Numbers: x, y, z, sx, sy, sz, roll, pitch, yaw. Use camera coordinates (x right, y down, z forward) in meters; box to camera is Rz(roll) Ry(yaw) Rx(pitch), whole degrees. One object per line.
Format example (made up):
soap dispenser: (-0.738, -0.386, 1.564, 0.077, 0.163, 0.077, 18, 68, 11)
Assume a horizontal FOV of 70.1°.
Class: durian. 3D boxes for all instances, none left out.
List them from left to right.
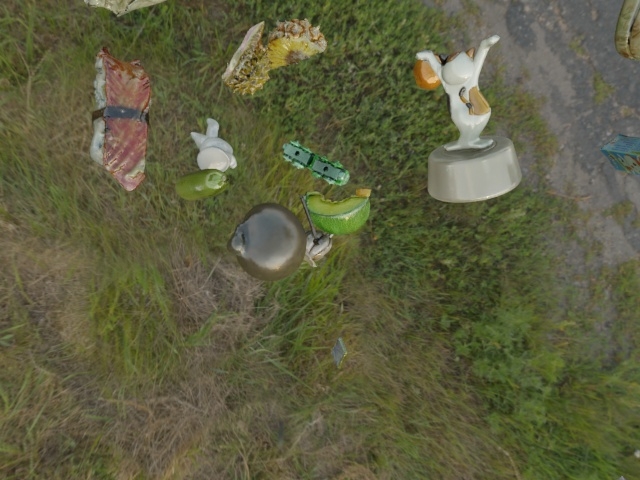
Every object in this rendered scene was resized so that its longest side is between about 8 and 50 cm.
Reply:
durian: (-0.208, -0.541, 1.357, 0.140, 0.078, 0.225, 18, 109, -9)

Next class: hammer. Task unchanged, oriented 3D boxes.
hammer: (-0.032, -0.066, 1.467, 0.021, 0.065, 0.179, -23, 105, -19)

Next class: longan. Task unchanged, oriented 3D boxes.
longan: (-0.126, 0.004, 1.066, 0.204, 0.159, 0.185, -4, 93, -42)

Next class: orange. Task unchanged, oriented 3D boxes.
orange: (0.267, -0.410, 1.111, 0.083, 0.083, 0.084, 2, 82, -17)

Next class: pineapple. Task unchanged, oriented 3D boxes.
pineapple: (-0.101, -0.626, 1.424, 0.135, 0.232, 0.080, 32, 61, -47)

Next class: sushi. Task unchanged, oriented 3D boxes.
sushi: (-0.464, -0.282, 1.058, 0.124, 0.129, 0.333, 5, 90, -41)

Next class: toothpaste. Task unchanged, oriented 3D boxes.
toothpaste: (0.640, -0.157, 0.874, 0.050, 0.267, 0.065, -40, 100, 14)

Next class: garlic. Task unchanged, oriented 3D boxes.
garlic: (0.000, 0.000, 1.762, 0.194, 0.131, 0.127, -36, 133, -20)

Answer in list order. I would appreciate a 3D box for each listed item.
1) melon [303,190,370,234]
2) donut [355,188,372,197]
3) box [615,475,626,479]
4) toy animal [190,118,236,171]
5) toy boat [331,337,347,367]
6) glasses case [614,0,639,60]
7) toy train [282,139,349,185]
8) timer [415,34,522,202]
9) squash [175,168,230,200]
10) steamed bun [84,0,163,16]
melon: (0.054, -0.076, 1.691, 0.129, 0.264, 0.169, -62, 146, -36)
donut: (0.182, -0.193, 1.930, 0.067, 0.083, 0.038, 41, 60, -54)
box: (0.394, 0.358, 0.591, 0.036, 0.117, 0.051, 48, 110, 18)
toy animal: (-0.344, -0.299, 1.484, 0.130, 0.221, 0.103, 32, 115, -35)
toy boat: (0.063, 0.379, 1.534, 0.016, 0.115, 0.063, -8, 53, -20)
glasses case: (0.597, -0.506, 0.716, 0.156, 0.098, 0.426, -7, 120, -36)
toy train: (-0.014, -0.254, 1.508, 0.251, 0.119, 0.085, 32, 102, 20)
timer: (0.268, -0.224, 0.839, 0.175, 0.175, 0.266, -23, 115, -18)
squash: (-0.377, -0.163, 1.365, 0.094, 0.340, 0.095, -2, 94, -38)
steamed bun: (-0.384, -0.688, 0.992, 0.237, 0.394, 0.347, -7, 52, -39)
